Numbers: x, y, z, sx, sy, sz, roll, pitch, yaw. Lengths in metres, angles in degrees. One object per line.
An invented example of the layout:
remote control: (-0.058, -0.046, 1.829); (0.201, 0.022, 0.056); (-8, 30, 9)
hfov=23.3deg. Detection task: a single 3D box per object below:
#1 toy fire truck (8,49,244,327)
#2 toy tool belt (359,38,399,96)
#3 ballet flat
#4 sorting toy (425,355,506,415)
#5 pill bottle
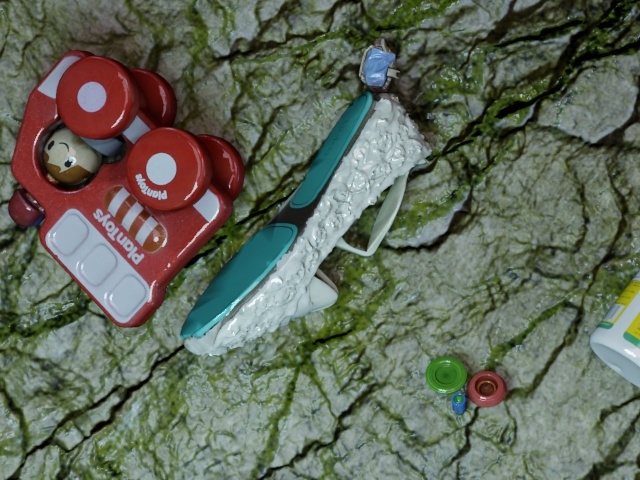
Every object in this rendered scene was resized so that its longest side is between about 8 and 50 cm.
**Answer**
toy fire truck: (-0.260, -0.074, 1.915); (0.302, 0.169, 0.254); (44, 100, 10)
toy tool belt: (0.075, -0.212, 1.988); (0.052, 0.051, 0.083); (6, 78, 2)
ballet flat: (0.000, 0.000, 1.906); (0.147, 0.147, 0.409); (36, 80, 8)
sorting toy: (0.178, 0.185, 1.909); (0.102, 0.042, 0.061); (17, 62, 16)
pill bottle: (0.433, 0.075, 1.889); (0.117, 0.117, 0.208); (37, 80, 8)
